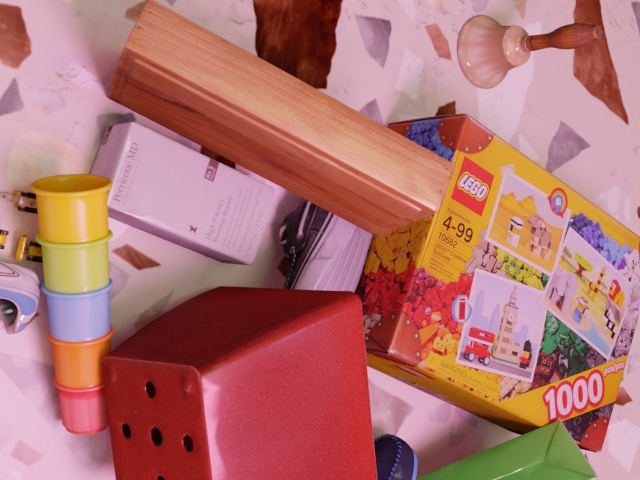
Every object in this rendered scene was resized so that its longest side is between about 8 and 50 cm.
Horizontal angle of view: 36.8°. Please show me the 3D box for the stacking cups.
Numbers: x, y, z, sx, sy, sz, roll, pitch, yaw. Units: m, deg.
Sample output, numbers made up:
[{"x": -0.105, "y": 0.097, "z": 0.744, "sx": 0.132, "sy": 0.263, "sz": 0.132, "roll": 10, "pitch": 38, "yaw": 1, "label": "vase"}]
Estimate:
[{"x": -0.292, "y": 0.080, "z": 1.176, "sx": 0.096, "sy": 0.096, "sz": 0.316, "roll": -14, "pitch": 114, "yaw": -35, "label": "stacking cups"}]

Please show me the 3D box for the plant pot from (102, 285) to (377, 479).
[{"x": -0.114, "y": 0.209, "z": 1.188, "sx": 0.236, "sy": 0.267, "sz": 0.267, "roll": -10, "pitch": 97, "yaw": -48, "label": "plant pot"}]

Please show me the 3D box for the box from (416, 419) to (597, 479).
[{"x": 0.295, "y": 0.439, "z": 1.496, "sx": 0.262, "sy": 0.126, "sz": 0.231, "roll": -22, "pitch": 129, "yaw": -2, "label": "box"}]

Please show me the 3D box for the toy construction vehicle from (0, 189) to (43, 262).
[{"x": -0.371, "y": -0.020, "z": 1.173, "sx": 0.098, "sy": 0.035, "sz": 0.085, "roll": 9, "pitch": 97, "yaw": -33, "label": "toy construction vehicle"}]

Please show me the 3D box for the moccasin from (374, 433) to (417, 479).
[{"x": 0.021, "y": 0.421, "z": 1.401, "sx": 0.117, "sy": 0.138, "sz": 0.342, "roll": 45, "pitch": 65, "yaw": -23, "label": "moccasin"}]

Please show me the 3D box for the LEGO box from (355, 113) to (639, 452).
[{"x": 0.281, "y": 0.081, "z": 1.544, "sx": 0.500, "sy": 0.193, "sz": 0.372, "roll": 28, "pitch": 76, "yaw": -33, "label": "LEGO box"}]

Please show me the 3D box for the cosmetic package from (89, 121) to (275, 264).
[{"x": -0.184, "y": -0.058, "z": 1.272, "sx": 0.231, "sy": 0.085, "sz": 0.117, "roll": 23, "pitch": 77, "yaw": -35, "label": "cosmetic package"}]

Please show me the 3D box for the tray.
[{"x": -0.057, "y": -0.136, "z": 1.208, "sx": 0.411, "sy": 0.203, "sz": 0.076, "roll": 28, "pitch": 74, "yaw": -12, "label": "tray"}]

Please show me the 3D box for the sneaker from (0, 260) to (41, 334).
[{"x": -0.428, "y": 0.038, "z": 1.092, "sx": 0.237, "sy": 0.085, "sz": 0.086, "roll": 28, "pitch": 53, "yaw": -34, "label": "sneaker"}]

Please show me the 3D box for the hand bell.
[{"x": 0.349, "y": -0.321, "z": 1.554, "sx": 0.126, "sy": 0.242, "sz": 0.126, "roll": -1, "pitch": 91, "yaw": -35, "label": "hand bell"}]

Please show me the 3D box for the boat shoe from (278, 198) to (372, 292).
[{"x": 0.000, "y": 0.000, "z": 1.394, "sx": 0.335, "sy": 0.119, "sz": 0.121, "roll": -66, "pitch": 153, "yaw": -24, "label": "boat shoe"}]
